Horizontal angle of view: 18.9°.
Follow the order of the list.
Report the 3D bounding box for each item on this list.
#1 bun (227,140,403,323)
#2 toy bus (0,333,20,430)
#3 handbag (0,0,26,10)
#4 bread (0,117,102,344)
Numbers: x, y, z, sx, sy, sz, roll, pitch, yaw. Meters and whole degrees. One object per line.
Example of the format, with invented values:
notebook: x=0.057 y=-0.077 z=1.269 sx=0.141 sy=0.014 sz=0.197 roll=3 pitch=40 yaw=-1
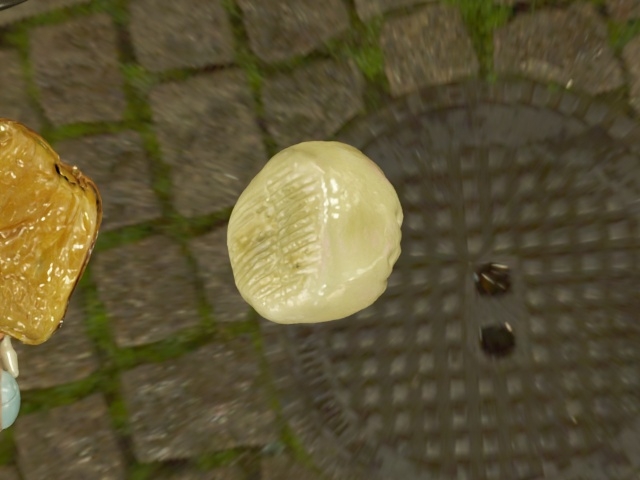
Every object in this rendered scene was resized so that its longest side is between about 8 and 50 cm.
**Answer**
bun: x=0.000 y=0.000 z=1.882 sx=0.128 sy=0.193 sz=0.178 roll=9 pitch=65 yaw=-37
toy bus: x=-0.431 y=0.133 z=1.992 sx=0.232 sy=0.194 sz=0.287 roll=-3 pitch=49 yaw=-14
handbag: x=-0.217 y=-0.266 z=1.232 sx=0.254 sy=0.093 sz=0.308 roll=-48 pitch=42 yaw=1
bread: x=-0.266 y=-0.012 z=1.471 sx=0.149 sy=0.143 sz=0.158 roll=7 pitch=70 yaw=42
